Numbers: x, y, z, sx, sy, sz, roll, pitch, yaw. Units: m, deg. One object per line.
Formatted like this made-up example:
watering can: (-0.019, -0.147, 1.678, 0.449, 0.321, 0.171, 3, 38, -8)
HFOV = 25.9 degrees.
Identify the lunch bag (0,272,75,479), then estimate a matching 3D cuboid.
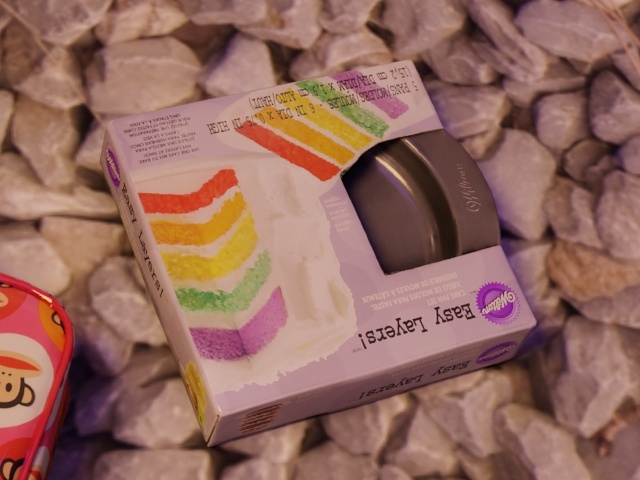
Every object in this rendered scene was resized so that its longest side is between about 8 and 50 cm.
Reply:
lunch bag: (-0.306, 0.091, 0.861, 0.293, 0.120, 0.258, 17, 58, -5)

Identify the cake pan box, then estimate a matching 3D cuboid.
cake pan box: (0.000, 0.000, 1.025, 0.267, 0.070, 0.245, -13, 68, -21)
